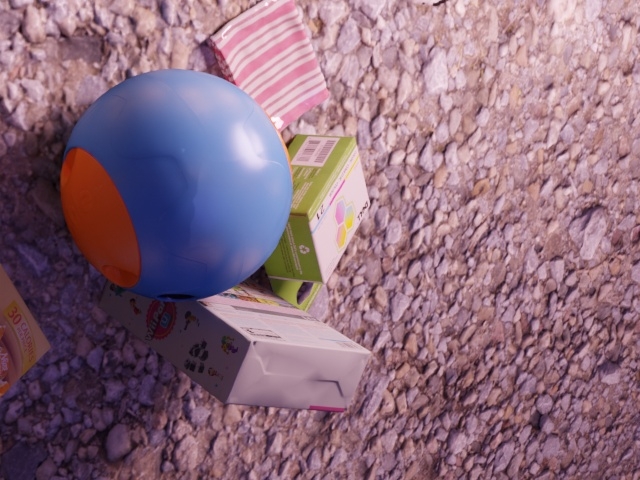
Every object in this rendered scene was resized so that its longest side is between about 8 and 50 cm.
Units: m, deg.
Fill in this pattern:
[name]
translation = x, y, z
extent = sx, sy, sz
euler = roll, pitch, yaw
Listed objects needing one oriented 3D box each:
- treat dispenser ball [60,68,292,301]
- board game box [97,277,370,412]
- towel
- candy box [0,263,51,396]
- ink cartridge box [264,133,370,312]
[treat dispenser ball]
translation = -0.177, -0.068, 1.667
extent = 0.288, 0.288, 0.288
euler = -21, 124, -34
[board game box]
translation = -0.119, 0.121, 1.809
extent = 0.224, 0.303, 0.097
euler = 13, 103, -45
[towel]
translation = -0.065, -0.240, 1.869
extent = 0.144, 0.029, 0.197
euler = -40, 133, -21
[candy box]
translation = -0.470, 0.073, 1.602
extent = 0.183, 0.087, 0.316
euler = -47, 136, -28
[ink cartridge box]
translation = 0.000, 0.000, 1.959
extent = 0.189, 0.097, 0.255
euler = -60, 146, -43
